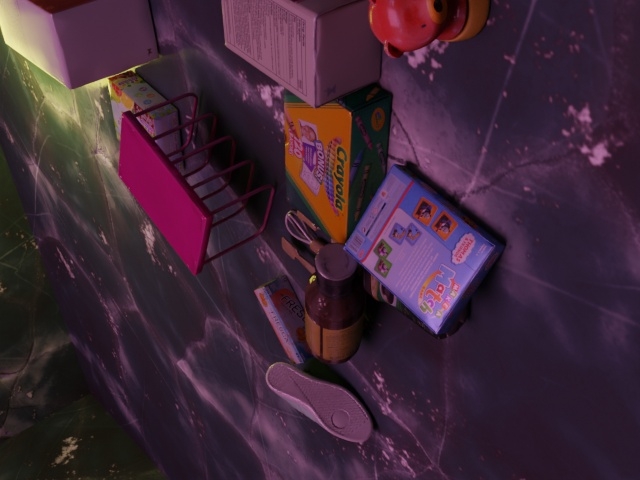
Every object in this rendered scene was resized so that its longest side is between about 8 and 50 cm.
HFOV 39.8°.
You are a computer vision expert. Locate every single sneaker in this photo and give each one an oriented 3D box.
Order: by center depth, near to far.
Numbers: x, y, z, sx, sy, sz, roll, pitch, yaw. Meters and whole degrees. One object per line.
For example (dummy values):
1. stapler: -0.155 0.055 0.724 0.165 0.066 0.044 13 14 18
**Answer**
1. sneaker: 0.012 0.347 1.894 0.256 0.094 0.151 30 172 19

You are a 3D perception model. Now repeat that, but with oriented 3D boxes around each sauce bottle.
1. sauce bottle: 0.027 0.113 1.545 0.111 0.111 0.344 50 162 20

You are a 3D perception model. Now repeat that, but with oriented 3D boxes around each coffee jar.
1. coffee jar: 0.146 0.074 1.404 0.184 0.079 0.096 32 136 42

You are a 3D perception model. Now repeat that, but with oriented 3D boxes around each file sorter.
1. file sorter: -0.250 -0.125 1.781 0.290 0.182 0.202 50 149 19

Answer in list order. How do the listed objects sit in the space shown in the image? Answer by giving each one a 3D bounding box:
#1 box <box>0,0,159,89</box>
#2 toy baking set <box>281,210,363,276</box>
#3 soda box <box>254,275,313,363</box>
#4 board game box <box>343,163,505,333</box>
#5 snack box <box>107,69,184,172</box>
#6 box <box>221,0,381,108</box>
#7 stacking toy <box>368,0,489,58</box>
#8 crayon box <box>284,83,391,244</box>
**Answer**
1. box: -0.536 -0.484 1.899 0.345 0.215 0.168 34 141 40
2. toy baking set: 0.004 0.005 1.642 0.196 0.030 0.256 58 152 13
3. soda box: -0.067 0.168 1.870 0.183 0.058 0.063 62 152 -3
4. board game box: 0.148 0.010 1.309 0.211 0.039 0.160 44 115 32
5. snack box: -0.400 -0.265 2.025 0.207 0.070 0.174 42 146 34
6. box: -0.030 -0.323 1.293 0.232 0.127 0.148 40 145 35
7. stacking toy: 0.115 -0.378 0.997 0.279 0.130 0.309 -14 103 62
8. crayon box: 0.023 -0.141 1.415 0.165 0.081 0.278 40 145 35
